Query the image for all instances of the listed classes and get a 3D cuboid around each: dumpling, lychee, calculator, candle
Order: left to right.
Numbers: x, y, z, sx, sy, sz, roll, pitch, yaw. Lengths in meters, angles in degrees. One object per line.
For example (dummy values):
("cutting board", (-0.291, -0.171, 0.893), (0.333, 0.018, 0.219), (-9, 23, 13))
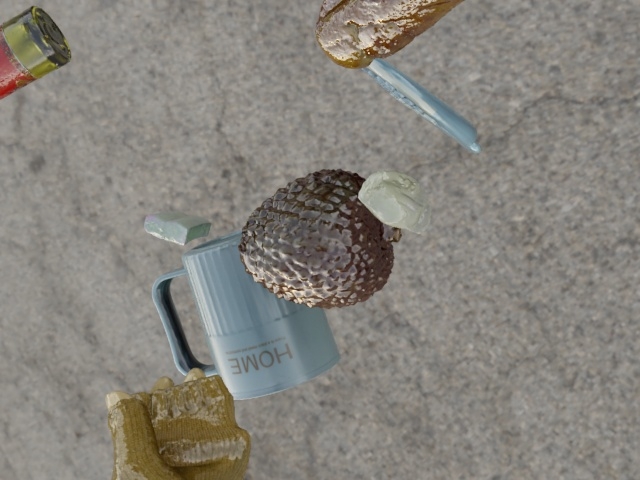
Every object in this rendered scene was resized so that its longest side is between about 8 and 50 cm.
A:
("candle", (-0.264, -0.132, 0.679), (0.131, 0.052, 0.052), (-28, 89, 8))
("lychee", (0.000, 0.000, 1.430), (0.271, 0.236, 0.235), (-8, 105, 5))
("dumpling", (0.086, -0.044, 0.947), (0.076, 0.052, 0.057), (29, 100, 19))
("calculator", (0.182, -0.241, 1.521), (0.042, 0.303, 0.188), (-56, 38, 9))

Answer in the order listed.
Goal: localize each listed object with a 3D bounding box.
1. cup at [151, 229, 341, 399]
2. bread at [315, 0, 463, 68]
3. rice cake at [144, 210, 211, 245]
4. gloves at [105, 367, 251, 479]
("cup", (-0.149, 0.138, 1.804), (0.331, 0.257, 0.311), (-11, 98, 46))
("bread", (0.113, -0.320, 1.127), (0.124, 0.084, 0.344), (30, 151, -27))
("rice cake", (-0.245, -0.026, 1.487), (0.080, 0.222, 0.042), (19, 95, 1))
("gloves", (-0.189, 0.310, 1.094), (0.155, 0.203, 0.356), (-46, 35, 28))
